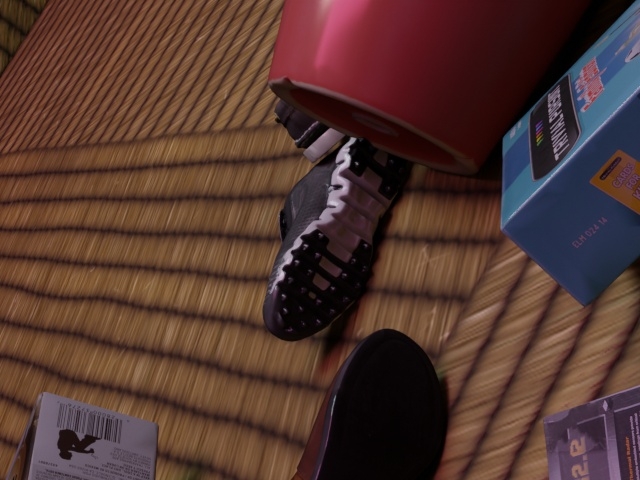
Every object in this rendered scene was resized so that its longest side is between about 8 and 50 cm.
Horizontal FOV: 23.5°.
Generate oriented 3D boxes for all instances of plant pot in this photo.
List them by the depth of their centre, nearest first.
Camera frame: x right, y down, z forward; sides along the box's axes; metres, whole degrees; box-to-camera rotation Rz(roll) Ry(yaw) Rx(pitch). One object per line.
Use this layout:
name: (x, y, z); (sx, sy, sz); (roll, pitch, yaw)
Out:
plant pot: (0.090, -0.202, 1.300); (0.275, 0.275, 0.243); (16, 83, 65)

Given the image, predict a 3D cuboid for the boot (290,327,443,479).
boot: (-0.028, 0.219, 1.189); (0.280, 0.096, 0.264); (-36, 36, 50)

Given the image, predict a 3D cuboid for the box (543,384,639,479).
box: (0.199, 0.176, 0.734); (0.183, 0.056, 0.231); (-29, 56, 46)

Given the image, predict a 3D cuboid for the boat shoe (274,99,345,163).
boat shoe: (0.006, -0.140, 1.502); (0.081, 0.068, 0.228); (-42, 7, 16)

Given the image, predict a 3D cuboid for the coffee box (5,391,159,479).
coffee box: (-0.222, 0.296, 1.308); (0.297, 0.119, 0.168); (-94, 25, -55)

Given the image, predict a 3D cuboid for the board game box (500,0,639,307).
board game box: (0.258, -0.134, 1.001); (0.336, 0.079, 0.254); (-46, 6, 16)

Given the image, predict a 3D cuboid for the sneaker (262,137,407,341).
sneaker: (0.000, 0.000, 1.400); (0.106, 0.078, 0.234); (-23, 35, 54)
